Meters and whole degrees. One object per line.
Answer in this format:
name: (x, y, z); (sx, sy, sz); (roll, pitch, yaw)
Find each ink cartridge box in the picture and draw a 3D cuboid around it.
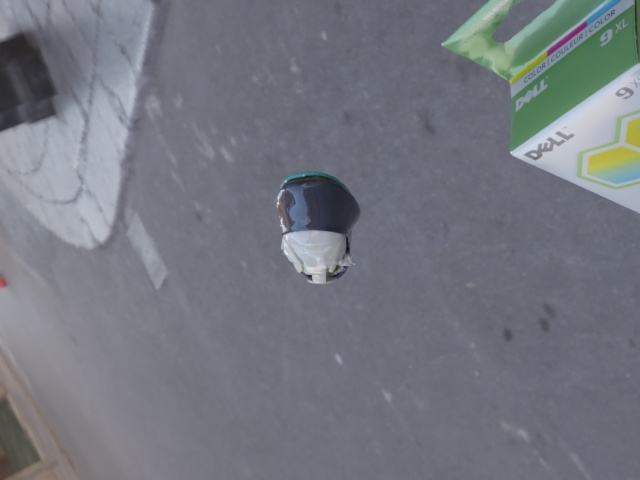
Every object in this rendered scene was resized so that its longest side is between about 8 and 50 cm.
ink cartridge box: (0.186, -0.081, 0.565); (0.109, 0.209, 0.062); (-37, 38, 53)

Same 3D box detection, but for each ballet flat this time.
ballet flat: (0.000, 0.000, 0.807); (0.074, 0.074, 0.203); (59, 175, 12)
